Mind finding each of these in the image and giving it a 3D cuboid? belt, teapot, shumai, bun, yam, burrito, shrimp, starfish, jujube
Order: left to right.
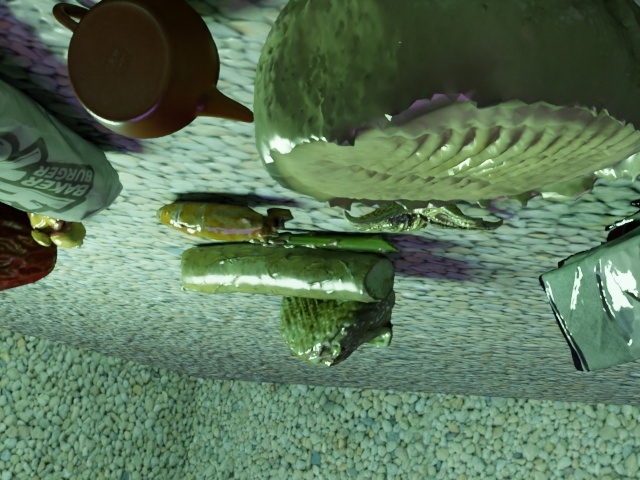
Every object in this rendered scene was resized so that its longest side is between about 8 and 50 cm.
[{"bbox_3d":[-0.510,0.003,1.405,0.255,0.190,0.190,-3,172,-26],"label":"jujube"},{"bbox_3d":[-0.333,-0.112,0.947,0.139,0.101,0.445,10,169,15],"label":"burrito"},{"bbox_3d":[-0.127,-0.135,0.747,0.173,0.116,0.116,33,171,14],"label":"teapot"},{"bbox_3d":[-0.120,-0.028,1.280,0.188,0.051,0.132,8,-174,24],"label":"shrimp"},{"bbox_3d":[-0.062,0.043,1.422,0.372,0.083,0.083,-1,163,37],"label":"yam"},{"bbox_3d":[0.037,0.115,1.449,0.184,0.184,0.142,-4,145,41],"label":"shumai"},{"bbox_3d":[0.113,-0.027,1.114,0.217,0.050,0.223,9,179,-28],"label":"starfish"},{"bbox_3d":[0.085,-0.106,0.609,0.259,0.152,0.259,-3,170,-1],"label":"bun"},{"bbox_3d":[0.346,0.036,1.008,0.184,0.164,0.289,-15,174,-21],"label":"belt"}]

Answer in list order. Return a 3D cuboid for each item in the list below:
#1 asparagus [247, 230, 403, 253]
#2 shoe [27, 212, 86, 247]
[{"bbox_3d":[0.000,0.001,1.332,0.236,0.027,0.034,4,167,19],"label":"asparagus"},{"bbox_3d":[-0.365,-0.026,1.355,0.069,0.072,0.109,35,148,18],"label":"shoe"}]
